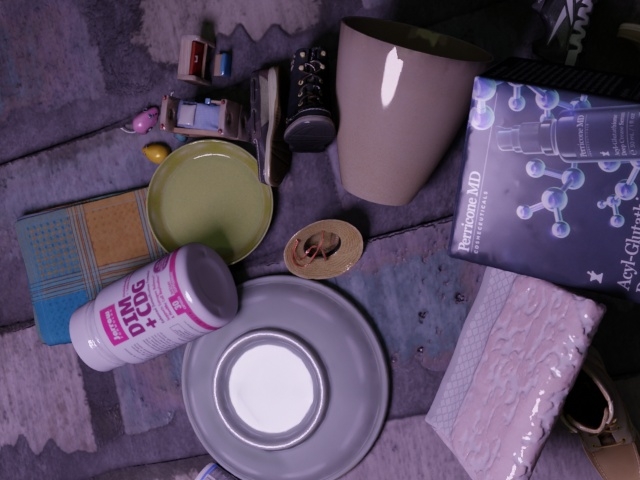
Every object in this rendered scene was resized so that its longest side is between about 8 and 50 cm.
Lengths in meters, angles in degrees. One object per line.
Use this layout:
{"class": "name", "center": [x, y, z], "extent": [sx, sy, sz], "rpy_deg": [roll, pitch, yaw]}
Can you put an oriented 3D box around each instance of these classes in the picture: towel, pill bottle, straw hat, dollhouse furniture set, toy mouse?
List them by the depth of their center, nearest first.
{"class": "towel", "center": [0.291, 0.208, 1.483], "extent": [0.053, 0.317, 0.331], "rpy_deg": [20, 97, -18]}
{"class": "straw hat", "center": [0.000, 0.000, 1.691], "extent": [0.144, 0.144, 0.061], "rpy_deg": [-37, 36, 15]}
{"class": "pill bottle", "center": [-0.305, 0.128, 1.701], "extent": [0.283, 0.160, 0.160], "rpy_deg": [-26, 82, 23]}
{"class": "dollhouse furniture set", "center": [-0.203, -0.282, 1.726], "extent": [0.129, 0.129, 0.183], "rpy_deg": [6, 92, 18]}
{"class": "pill bottle", "center": [-0.168, 0.480, 1.739], "extent": [0.137, 0.078, 0.078], "rpy_deg": [31, 99, 15]}
{"class": "toy mouse", "center": [-0.311, -0.221, 1.812], "extent": [0.161, 0.031, 0.143], "rpy_deg": [23, 97, 17]}
{"class": "towel", "center": [-0.411, 0.047, 1.844], "extent": [0.370, 0.040, 0.271], "rpy_deg": [-13, 87, 16]}

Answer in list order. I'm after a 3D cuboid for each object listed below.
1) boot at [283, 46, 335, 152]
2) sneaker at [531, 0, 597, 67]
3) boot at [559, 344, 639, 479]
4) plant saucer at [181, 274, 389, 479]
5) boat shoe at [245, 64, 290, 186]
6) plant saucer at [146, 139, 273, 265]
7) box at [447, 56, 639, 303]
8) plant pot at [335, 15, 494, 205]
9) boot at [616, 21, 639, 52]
{"class": "boot", "center": [-0.019, -0.252, 1.619], "extent": [0.085, 0.236, 0.178], "rpy_deg": [1, 85, -3]}
{"class": "sneaker", "center": [0.406, -0.402, 1.552], "extent": [0.106, 0.078, 0.234], "rpy_deg": [15, 97, 15]}
{"class": "boot", "center": [0.439, 0.292, 1.473], "extent": [0.095, 0.203, 0.261], "rpy_deg": [-20, 84, 17]}
{"class": "plant saucer", "center": [-0.080, 0.262, 1.692], "extent": [0.401, 0.100, 0.400], "rpy_deg": [0, 90, 16]}
{"class": "boat shoe", "center": [-0.100, -0.208, 1.723], "extent": [0.073, 0.080, 0.223], "rpy_deg": [0, 85, 24]}
{"class": "plant saucer", "center": [-0.204, -0.067, 1.756], "extent": [0.241, 0.037, 0.240], "rpy_deg": [0, 87, 6]}
{"class": "box", "center": [0.426, -0.094, 1.429], "extent": [0.396, 0.212, 0.293], "rpy_deg": [14, 113, 21]}
{"class": "plant pot", "center": [0.127, -0.206, 1.575], "extent": [0.257, 0.256, 0.274], "rpy_deg": [21, 112, 17]}
{"class": "boot", "center": [0.540, -0.240, 1.511], "extent": [0.213, 0.077, 0.165], "rpy_deg": [34, 102, 15]}
